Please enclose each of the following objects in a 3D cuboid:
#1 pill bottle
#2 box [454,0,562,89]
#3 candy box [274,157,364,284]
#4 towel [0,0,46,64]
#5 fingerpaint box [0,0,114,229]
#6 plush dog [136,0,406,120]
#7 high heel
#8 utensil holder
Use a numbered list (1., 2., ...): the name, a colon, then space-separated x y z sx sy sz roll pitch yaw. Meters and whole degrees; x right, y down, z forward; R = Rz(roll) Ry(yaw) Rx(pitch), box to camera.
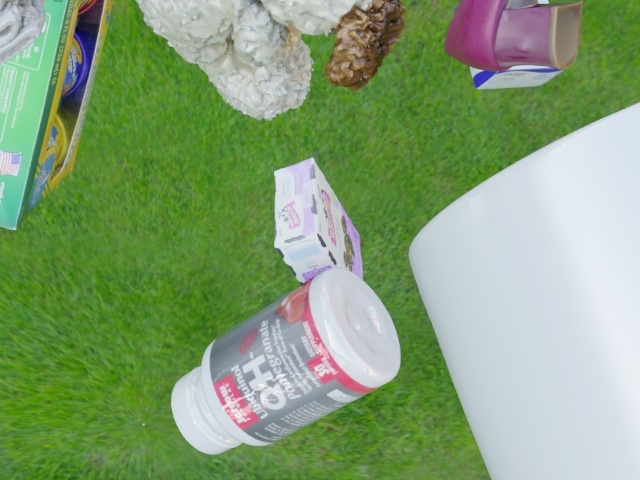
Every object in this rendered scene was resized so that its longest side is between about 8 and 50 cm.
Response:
1. pill bottle: -0.058 0.186 1.178 0.318 0.176 0.176 -33 85 25
2. box: 0.284 -0.305 1.237 0.126 0.072 0.137 -7 78 -23
3. candy box: 0.000 0.000 1.272 0.070 0.196 0.165 -18 45 16
4. towel: -0.320 -0.187 0.639 0.187 0.049 0.282 -31 47 -4
5. fingerpaint box: -0.462 -0.289 1.322 0.163 0.371 0.445 17 106 -9
6. plush dog: -0.038 -0.226 0.626 0.210 0.225 0.263 -19 105 -57
7. high heel: 0.219 -0.388 0.961 0.127 0.181 0.377 -11 110 -43
8. utensil holder: 0.268 0.125 0.558 0.327 0.327 0.386 -18 74 -15
